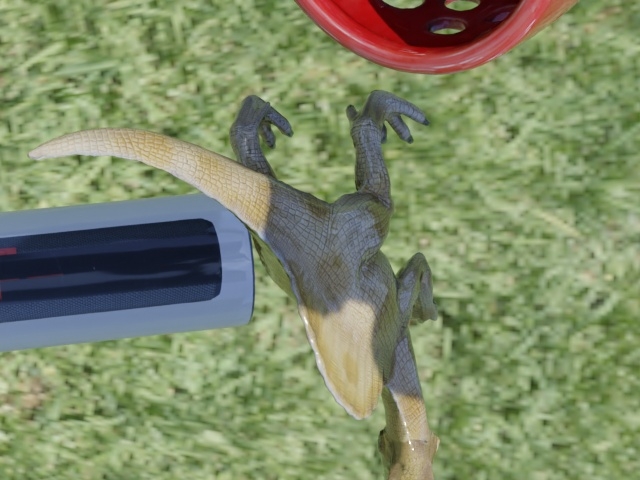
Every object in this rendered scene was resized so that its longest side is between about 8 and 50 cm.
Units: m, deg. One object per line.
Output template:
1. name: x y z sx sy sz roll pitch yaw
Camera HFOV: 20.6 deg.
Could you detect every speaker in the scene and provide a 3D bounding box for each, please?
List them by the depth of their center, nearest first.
1. speaker: -0.097 0.013 0.677 0.136 0.055 0.055 -5 93 -13

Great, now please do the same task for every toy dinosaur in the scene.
1. toy dinosaur: 0.000 0.000 0.472 0.183 0.053 0.092 51 30 -41

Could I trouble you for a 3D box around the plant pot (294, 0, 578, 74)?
1. plant pot: 0.083 -0.197 0.889 0.174 0.191 0.191 -31 109 -45
